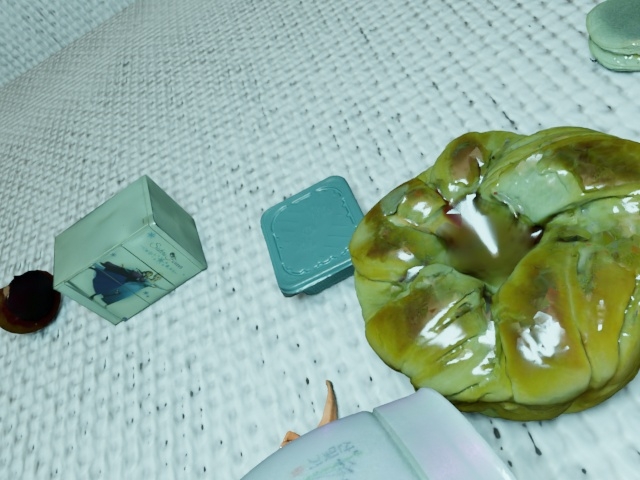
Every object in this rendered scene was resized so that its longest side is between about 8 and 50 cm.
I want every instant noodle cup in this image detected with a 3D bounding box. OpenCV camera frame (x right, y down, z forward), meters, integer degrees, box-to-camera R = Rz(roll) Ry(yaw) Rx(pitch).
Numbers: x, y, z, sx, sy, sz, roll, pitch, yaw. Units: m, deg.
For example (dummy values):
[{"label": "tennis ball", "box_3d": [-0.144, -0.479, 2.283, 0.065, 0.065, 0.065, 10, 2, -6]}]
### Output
[{"label": "instant noodle cup", "box_3d": [0.000, 0.000, 0.781, 0.157, 0.070, 0.179, -28, 47, 8]}]

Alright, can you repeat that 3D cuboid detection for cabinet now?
[{"label": "cabinet", "box_3d": [-0.339, 0.022, 0.909, 0.206, 0.145, 0.150, -33, 47, 5]}]

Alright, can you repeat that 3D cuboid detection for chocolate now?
[{"label": "chocolate", "box_3d": [-0.583, 0.119, 1.003, 0.133, 0.124, 0.127, -23, 44, 56]}]

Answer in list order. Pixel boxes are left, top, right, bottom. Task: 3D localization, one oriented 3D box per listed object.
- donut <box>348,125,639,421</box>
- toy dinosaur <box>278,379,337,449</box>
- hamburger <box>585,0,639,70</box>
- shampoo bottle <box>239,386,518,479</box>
[{"label": "donut", "box_3d": [0.208, 0.022, 0.579, 0.360, 0.170, 0.360, -17, 51, 22]}, {"label": "toy dinosaur", "box_3d": [-0.020, 0.289, 0.586, 0.101, 0.055, 0.280, 12, 59, 11]}, {"label": "hamburger", "box_3d": [0.464, -0.309, 0.748, 0.133, 0.062, 0.140, -13, 49, 17]}, {"label": "shampoo bottle", "box_3d": [0.053, 0.279, 0.404, 0.266, 0.273, 0.273, -29, 46, -9]}]
